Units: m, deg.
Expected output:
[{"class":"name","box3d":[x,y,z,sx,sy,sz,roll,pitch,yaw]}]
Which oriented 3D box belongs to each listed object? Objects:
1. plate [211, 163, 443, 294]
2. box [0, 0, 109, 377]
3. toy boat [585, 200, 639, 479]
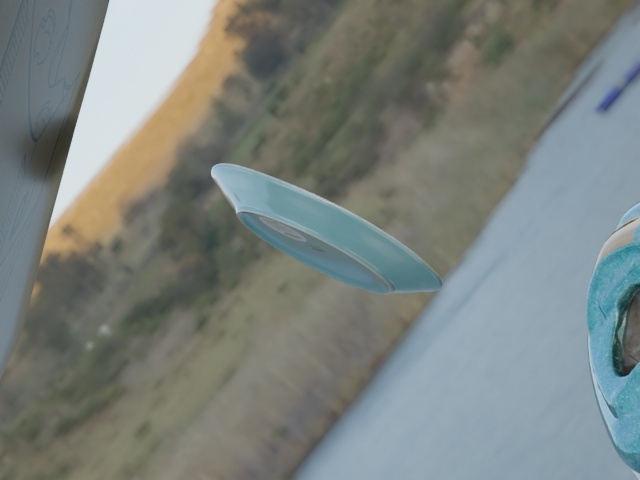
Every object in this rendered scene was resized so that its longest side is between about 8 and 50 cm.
[{"class":"plate","box3d":[0.000,0.000,1.292,0.024,0.188,0.188,-63,1,-9]},{"class":"box","box3d":[-0.074,-0.021,0.375,0.164,0.021,0.201,-71,-1,-60]},{"class":"toy boat","box3d":[0.283,0.006,1.289,0.318,0.148,0.267,-59,18,30]}]
